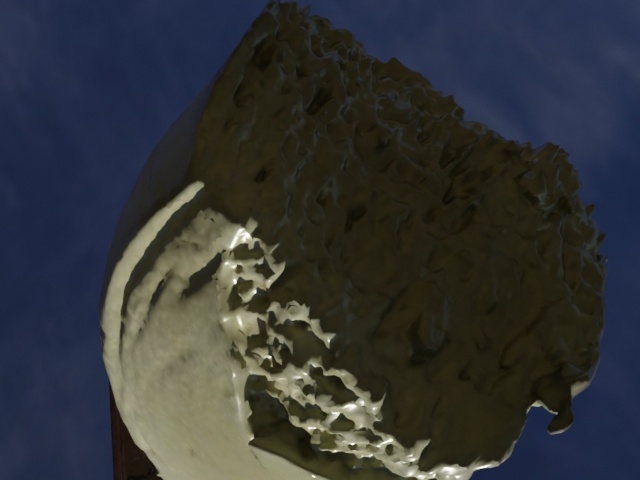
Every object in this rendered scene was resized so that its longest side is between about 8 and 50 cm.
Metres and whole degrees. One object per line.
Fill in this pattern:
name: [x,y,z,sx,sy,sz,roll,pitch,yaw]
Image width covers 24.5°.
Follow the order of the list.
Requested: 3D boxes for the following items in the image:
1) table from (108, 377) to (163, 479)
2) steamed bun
table: [-0.082,0.135,1.272,0.193,0.169,0.172,-2,-165,-7]
steamed bun: [0.000,0.000,0.879,0.272,0.273,0.290,58,-144,-6]
